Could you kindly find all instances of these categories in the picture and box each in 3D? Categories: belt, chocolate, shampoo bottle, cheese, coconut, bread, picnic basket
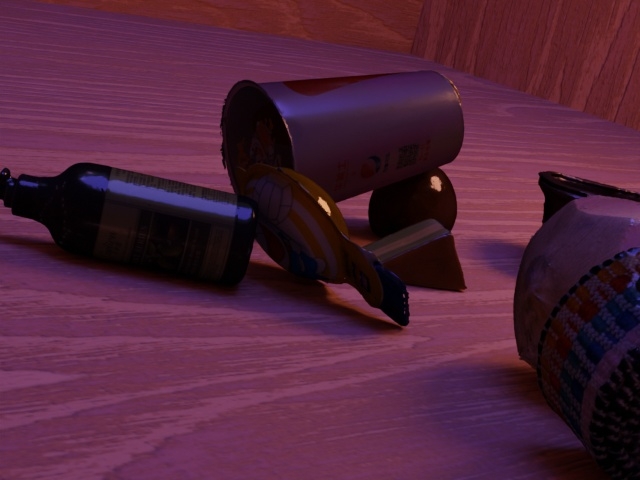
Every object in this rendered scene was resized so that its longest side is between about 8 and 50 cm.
[{"bbox_3d":[0.341,0.116,1.211,0.295,0.206,0.160,5,23,-22],"label":"belt"},{"bbox_3d":[0.129,-0.043,1.920,0.124,0.127,0.133,-14,22,15],"label":"chocolate"},{"bbox_3d":[-0.213,-0.026,1.468,0.284,0.101,0.101,12,14,-9],"label":"shampoo bottle"},{"bbox_3d":[0.000,0.000,1.525,0.270,0.177,0.069,36,64,28],"label":"cheese"},{"bbox_3d":[0.301,0.062,1.394,0.230,0.227,0.227,13,13,-25],"label":"coconut"},{"bbox_3d":[0.102,0.040,1.707,0.139,0.084,0.074,-23,25,-13],"label":"bread"},{"bbox_3d":[0.446,-0.002,1.973,0.297,0.129,0.222,15,12,0],"label":"picnic basket"}]

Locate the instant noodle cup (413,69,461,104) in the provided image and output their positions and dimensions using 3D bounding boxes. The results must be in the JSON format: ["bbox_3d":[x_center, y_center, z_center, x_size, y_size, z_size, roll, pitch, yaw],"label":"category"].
[{"bbox_3d":[0.218,-0.281,2.845,0.151,0.151,0.122,14,7,2],"label":"instant noodle cup"}]

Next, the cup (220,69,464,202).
[{"bbox_3d":[0.036,-0.138,1.807,0.288,0.203,0.203,-14,26,-28],"label":"cup"}]
